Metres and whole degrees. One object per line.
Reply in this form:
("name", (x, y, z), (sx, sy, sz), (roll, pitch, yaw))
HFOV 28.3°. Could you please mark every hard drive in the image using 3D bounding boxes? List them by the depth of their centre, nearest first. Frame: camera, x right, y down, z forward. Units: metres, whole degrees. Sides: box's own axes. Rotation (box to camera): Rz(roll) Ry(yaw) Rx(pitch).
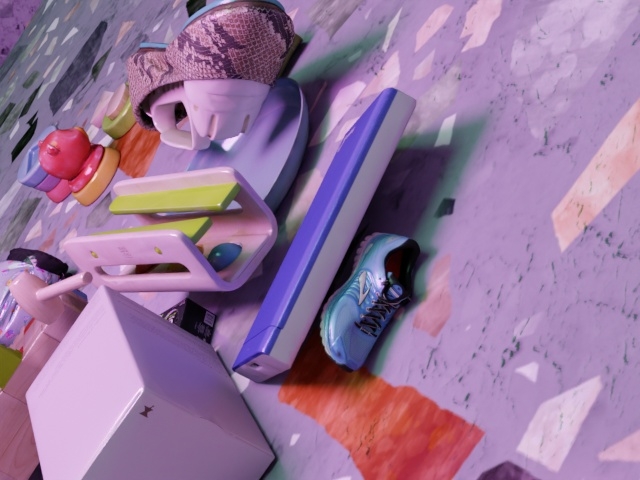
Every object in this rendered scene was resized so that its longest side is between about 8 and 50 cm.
("hard drive", (0.000, 0.000, 1.411), (0.318, 0.040, 0.210), (-64, 6, -15))

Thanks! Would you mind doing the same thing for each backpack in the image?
("backpack", (-0.522, 0.105, 2.176), (0.152, 0.115, 0.182), (0, 63, 57))

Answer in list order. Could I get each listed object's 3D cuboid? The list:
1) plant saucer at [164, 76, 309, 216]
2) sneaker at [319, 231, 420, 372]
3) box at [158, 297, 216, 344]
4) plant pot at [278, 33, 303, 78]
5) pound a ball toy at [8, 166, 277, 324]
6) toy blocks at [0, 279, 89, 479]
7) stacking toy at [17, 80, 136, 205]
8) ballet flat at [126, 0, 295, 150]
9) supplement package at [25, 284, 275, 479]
("plant saucer", (-0.114, -0.084, 1.773), (0.317, 0.044, 0.317), (-41, 29, 29))
("sneaker", (0.054, 0.059, 1.300), (0.073, 0.063, 0.162), (-8, 54, 53))
("box", (-0.184, 0.123, 1.644), (0.083, 0.052, 0.062), (-30, 36, 40))
("plant pot", (-0.078, -0.277, 1.902), (0.083, 0.083, 0.079), (11, 81, 62))
("pound a ball toy", (-0.224, 0.032, 1.616), (0.319, 0.135, 0.208), (-5, 41, 48))
("toy blocks", (-0.416, 0.208, 1.840), (0.381, 0.191, 0.261), (-57, 15, 1))
("stacking toy", (-0.468, -0.214, 2.428), (0.309, 0.130, 0.279), (-1, 60, 59))
("ballet flat", (-0.164, -0.221, 1.822), (0.483, 0.164, 0.182), (179, 94, -65))
("supplement package", (-0.204, 0.208, 1.438), (0.175, 0.177, 0.293), (-54, 25, 6))
